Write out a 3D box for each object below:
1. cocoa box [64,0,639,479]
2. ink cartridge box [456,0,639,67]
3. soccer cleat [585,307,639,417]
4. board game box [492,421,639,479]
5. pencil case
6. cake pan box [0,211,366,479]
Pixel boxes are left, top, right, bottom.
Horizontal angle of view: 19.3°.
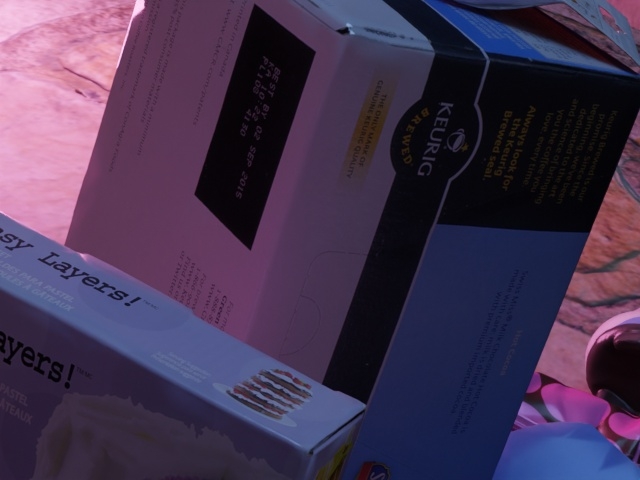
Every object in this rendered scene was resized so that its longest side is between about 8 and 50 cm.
[{"bbox_3d":[0.000,0.000,1.160,0.228,0.347,0.231,4,25,-35],"label":"cocoa box"},{"bbox_3d":[0.108,-0.159,1.135,0.179,0.045,0.145,38,17,-8],"label":"ink cartridge box"},{"bbox_3d":[0.369,0.134,1.464,0.331,0.116,0.143,26,23,17],"label":"soccer cleat"},{"bbox_3d":[0.166,0.197,1.230,0.133,0.033,0.168,-30,54,-26],"label":"board game box"},{"bbox_3d":[0.137,0.126,1.328,0.209,0.095,0.098,23,-9,11],"label":"pencil case"},{"bbox_3d":[-0.133,0.129,0.878,0.266,0.246,0.070,28,22,19],"label":"cake pan box"}]
